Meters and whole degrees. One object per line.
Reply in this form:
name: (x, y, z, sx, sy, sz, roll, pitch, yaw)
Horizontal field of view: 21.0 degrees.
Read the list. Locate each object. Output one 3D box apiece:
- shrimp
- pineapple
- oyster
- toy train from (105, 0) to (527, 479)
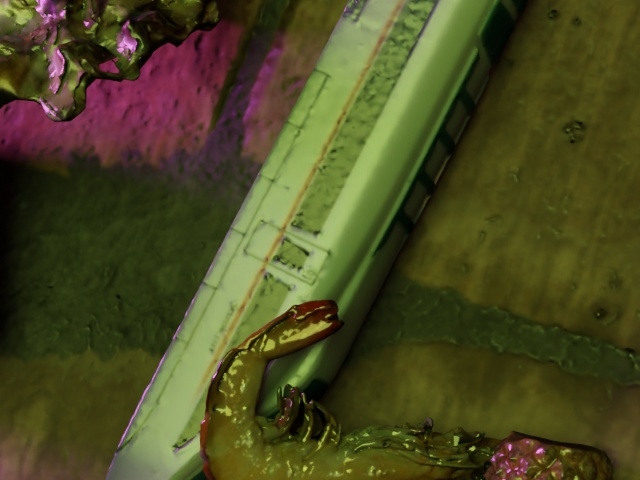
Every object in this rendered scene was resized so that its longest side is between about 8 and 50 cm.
shrimp: (0.021, 0.089, 0.944, 0.178, 0.034, 0.124, -6, 103, -9)
pineapple: (0.111, 0.185, 0.921, 0.074, 0.074, 0.159, 10, 85, 18)
oyster: (-0.143, -0.160, 1.034, 0.198, 0.092, 0.259, 19, 37, 24)
toy train: (0.000, 0.000, 0.993, 0.088, 0.086, 0.407, 26, 84, 15)
